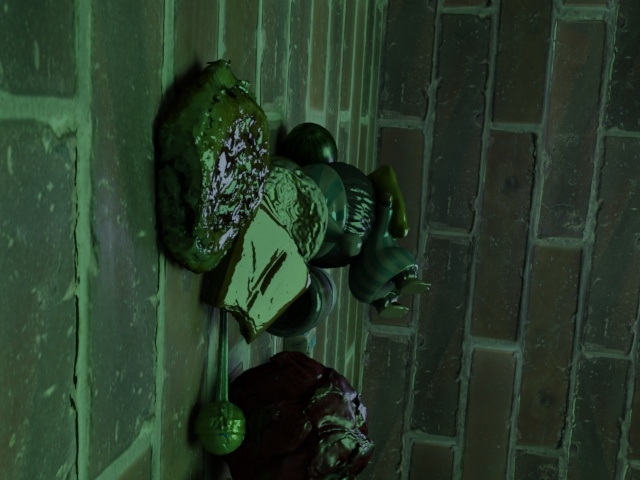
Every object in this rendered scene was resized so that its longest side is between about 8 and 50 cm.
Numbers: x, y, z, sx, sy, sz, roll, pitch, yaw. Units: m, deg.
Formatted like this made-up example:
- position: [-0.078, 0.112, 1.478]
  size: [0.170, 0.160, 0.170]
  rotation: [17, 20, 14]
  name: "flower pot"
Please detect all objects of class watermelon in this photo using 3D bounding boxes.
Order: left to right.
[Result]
- position: [-0.027, -0.201, 1.892]
  size: [0.187, 0.140, 0.141]
  rotation: [91, 9, -57]
  name: "watermelon"

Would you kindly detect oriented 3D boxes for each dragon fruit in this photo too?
- position: [-0.051, 0.389, 1.556]
  size: [0.329, 0.329, 0.329]
  rotation: [5, 90, -79]
  name: "dragon fruit"

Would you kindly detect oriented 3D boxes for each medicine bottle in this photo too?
- position: [-0.055, 0.133, 1.813]
  size: [0.273, 0.165, 0.165]
  rotation: [-4, 99, -80]
  name: "medicine bottle"

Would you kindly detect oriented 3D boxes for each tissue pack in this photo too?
- position: [-0.055, 0.270, 2.116]
  size: [0.094, 0.074, 0.059]
  rotation: [-47, 143, -69]
  name: "tissue pack"

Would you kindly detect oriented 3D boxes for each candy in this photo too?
- position: [-0.182, 0.226, 1.447]
  size: [0.092, 0.093, 0.336]
  rotation: [61, 28, -70]
  name: "candy"

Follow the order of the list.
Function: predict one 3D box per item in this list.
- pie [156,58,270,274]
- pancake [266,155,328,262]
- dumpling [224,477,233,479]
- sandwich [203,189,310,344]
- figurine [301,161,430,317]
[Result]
- position: [-0.171, -0.115, 1.267]
  size: [0.288, 0.102, 0.355]
  rotation: [-34, 130, -69]
  name: "pie"
- position: [-0.089, -0.042, 1.532]
  size: [0.250, 0.031, 0.250]
  rotation: [-3, 96, -34]
  name: "pancake"
- position: [-0.190, 0.519, 1.364]
  size: [0.250, 0.132, 0.163]
  rotation: [-16, 114, -79]
  name: "dumpling"
- position: [-0.135, 0.045, 1.435]
  size: [0.212, 0.063, 0.245]
  rotation: [-44, 119, -31]
  name: "sandwich"
- position: [0.000, 0.000, 1.728]
  size: [0.266, 0.377, 0.361]
  rotation: [-59, -135, 45]
  name: "figurine"
